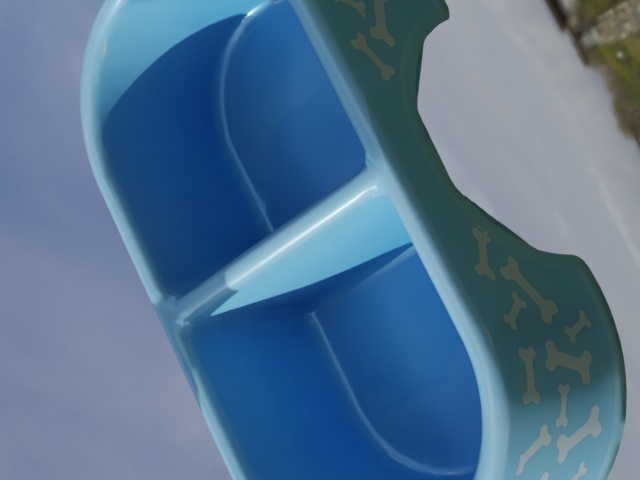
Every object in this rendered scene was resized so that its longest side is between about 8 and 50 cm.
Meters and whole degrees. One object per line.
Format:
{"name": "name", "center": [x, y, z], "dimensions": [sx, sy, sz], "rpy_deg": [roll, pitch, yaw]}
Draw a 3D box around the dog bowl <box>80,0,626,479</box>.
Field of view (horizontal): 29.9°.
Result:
{"name": "dog bowl", "center": [0.000, 0.000, 0.487], "dimensions": [0.074, 0.166, 0.297], "rpy_deg": [-12, -108, -53]}
